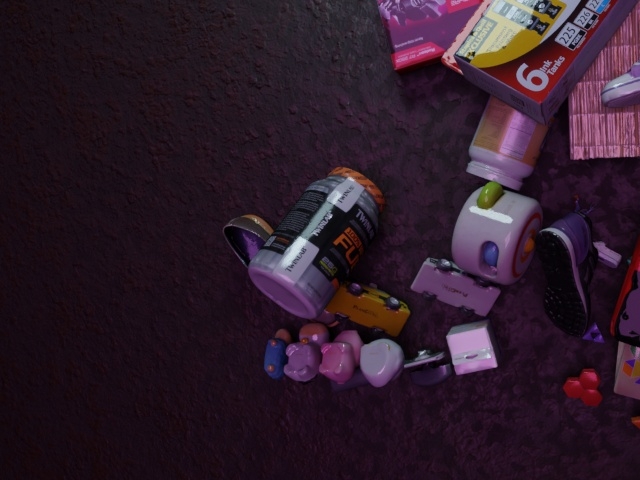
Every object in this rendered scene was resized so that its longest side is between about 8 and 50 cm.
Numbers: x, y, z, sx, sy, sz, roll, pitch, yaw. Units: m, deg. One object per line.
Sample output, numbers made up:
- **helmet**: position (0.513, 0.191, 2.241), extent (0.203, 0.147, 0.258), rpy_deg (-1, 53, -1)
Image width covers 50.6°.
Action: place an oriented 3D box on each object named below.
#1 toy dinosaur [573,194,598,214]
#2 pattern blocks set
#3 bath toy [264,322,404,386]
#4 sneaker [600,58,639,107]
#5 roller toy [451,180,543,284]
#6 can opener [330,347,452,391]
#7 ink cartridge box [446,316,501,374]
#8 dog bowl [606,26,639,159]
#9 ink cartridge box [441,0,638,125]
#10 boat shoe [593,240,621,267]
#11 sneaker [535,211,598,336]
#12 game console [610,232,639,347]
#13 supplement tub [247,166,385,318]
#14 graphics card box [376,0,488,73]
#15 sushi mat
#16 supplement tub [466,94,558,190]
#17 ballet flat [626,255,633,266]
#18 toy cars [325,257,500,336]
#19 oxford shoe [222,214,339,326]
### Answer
- **toy dinosaur**: position (0.555, -0.054, 1.463), extent (0.090, 0.047, 0.082), rpy_deg (-34, 64, 27)
- **pattern blocks set**: position (0.694, 0.265, 1.379), extent (0.325, 0.026, 0.285), rpy_deg (21, 111, 17)
- **bath toy**: position (0.043, 0.267, 1.551), extent (0.348, 0.129, 0.151), rpy_deg (-2, 65, 35)
- **sneaker**: position (0.636, -0.360, 1.272), extent (0.282, 0.102, 0.161), rpy_deg (-23, 82, -3)
- **roller toy**: position (0.381, -0.009, 1.428), extent (0.146, 0.209, 0.191), rpy_deg (21, 90, 31)
- **can opener**: position (0.166, 0.321, 1.590), extent (0.283, 0.076, 0.095), rpy_deg (-20, 86, 19)
- **ink cartridge box**: position (0.338, 0.233, 1.493), extent (0.092, 0.143, 0.090), rpy_deg (-17, 88, 18)
- **dog bowl**: position (0.733, -0.323, 1.357), extent (0.348, 0.102, 0.349), rpy_deg (1, 94, 17)
- **ink cartridge box**: position (0.412, -0.432, 1.316), extent (0.272, 0.130, 0.309), rpy_deg (37, 95, 24)
- **boat shoe**: position (0.600, 0.019, 1.458), extent (0.100, 0.035, 0.035), rpy_deg (32, 74, 18)
- **sneaker**: position (0.542, 0.073, 1.418), extent (0.107, 0.124, 0.283), rpy_deg (28, 143, 50)
- **game console**: position (0.792, 0.085, 1.275), extent (0.386, 0.060, 0.342), rpy_deg (17, 101, 19)
- **supplement tub**: position (0.000, 0.000, 1.508), extent (0.193, 0.193, 0.316), rpy_deg (31, 69, 14)
- **graphics card box**: position (0.230, -0.578, 1.484), extent (0.232, 0.094, 0.371), rpy_deg (-13, 95, 16)
- **sushi mat**: position (0.571, -0.320, 1.346), extent (0.151, 0.019, 0.317), rpy_deg (-2, 91, 23)
- **supplement tub**: position (0.404, -0.220, 1.445), extent (0.144, 0.144, 0.200), rpy_deg (23, 100, 15)
- **ballet flat**: position (0.720, 0.134, 1.399), extent (0.087, 0.083, 0.247), rpy_deg (-22, 93, 19)
- **toy cars**: position (0.207, 0.119, 1.557), extent (0.393, 0.087, 0.176), rpy_deg (-15, 117, 16)
- **oxford shoe**: position (-0.097, 0.083, 1.627), extent (0.363, 0.133, 0.130), rpy_deg (40, 103, 9)
